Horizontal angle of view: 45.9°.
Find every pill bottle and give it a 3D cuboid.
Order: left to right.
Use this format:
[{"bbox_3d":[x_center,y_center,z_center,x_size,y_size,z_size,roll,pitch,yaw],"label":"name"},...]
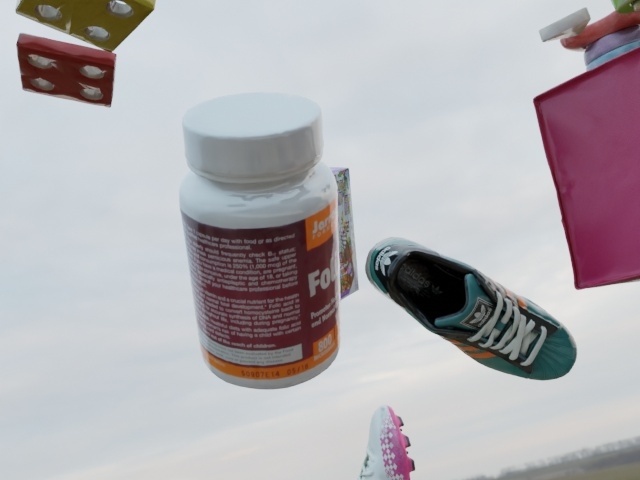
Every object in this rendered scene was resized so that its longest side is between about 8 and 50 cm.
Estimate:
[{"bbox_3d":[-0.084,0.000,1.099,0.224,0.224,0.392,-9,-61,-12],"label":"pill bottle"}]

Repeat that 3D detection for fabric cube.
[{"bbox_3d":[0.456,-0.092,0.896,0.258,0.259,0.254,-5,-8,-35],"label":"fabric cube"}]

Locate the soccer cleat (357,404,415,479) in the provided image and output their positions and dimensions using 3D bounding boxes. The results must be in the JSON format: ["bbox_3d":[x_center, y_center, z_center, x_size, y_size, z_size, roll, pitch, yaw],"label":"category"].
[{"bbox_3d":[0.106,0.475,1.398,0.143,0.331,0.116,-6,-19,-6],"label":"soccer cleat"}]

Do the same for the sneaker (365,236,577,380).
[{"bbox_3d":[0.194,0.096,0.936,0.302,0.108,0.121,28,3,-5],"label":"sneaker"}]

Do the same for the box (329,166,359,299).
[{"bbox_3d":[0.000,0.000,1.656,0.057,0.293,0.201,5,18,34],"label":"box"}]

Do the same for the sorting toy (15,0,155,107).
[{"bbox_3d":[-0.210,-0.128,0.332,0.275,0.046,0.132,9,-20,-12],"label":"sorting toy"}]

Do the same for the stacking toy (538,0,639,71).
[{"bbox_3d":[0.548,-0.344,1.260,0.280,0.130,0.309,-14,-6,-43],"label":"stacking toy"}]
